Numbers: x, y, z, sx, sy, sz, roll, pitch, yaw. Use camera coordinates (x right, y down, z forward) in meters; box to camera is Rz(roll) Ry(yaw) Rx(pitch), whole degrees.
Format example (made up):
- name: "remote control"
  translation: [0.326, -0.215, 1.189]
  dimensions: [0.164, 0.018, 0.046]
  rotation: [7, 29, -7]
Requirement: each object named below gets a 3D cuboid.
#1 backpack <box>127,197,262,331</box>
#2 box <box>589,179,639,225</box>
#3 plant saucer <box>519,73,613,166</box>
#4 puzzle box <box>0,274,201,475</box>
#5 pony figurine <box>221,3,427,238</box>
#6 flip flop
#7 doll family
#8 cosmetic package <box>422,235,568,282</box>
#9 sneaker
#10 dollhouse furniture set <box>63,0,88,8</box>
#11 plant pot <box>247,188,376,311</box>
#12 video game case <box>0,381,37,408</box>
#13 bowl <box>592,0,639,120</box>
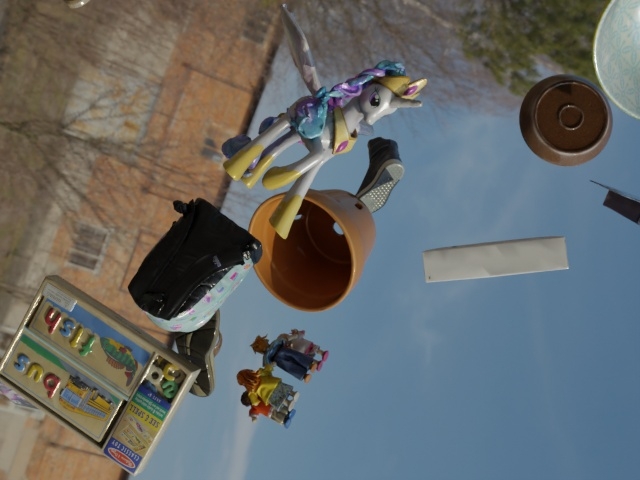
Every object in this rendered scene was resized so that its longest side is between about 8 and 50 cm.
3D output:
- name: "backpack"
  translation: [-0.183, 0.047, 1.084]
  dimensions: [0.182, 0.152, 0.115]
  rotation: [-51, 155, -13]
- name: "box"
  translation: [0.509, -0.029, 1.096]
  dimensions: [0.136, 0.225, 0.036]
  rotation: [-87, -163, -76]
- name: "plant saucer"
  translation: [0.439, -0.216, 1.329]
  dimensions: [0.029, 0.169, 0.168]
  rotation: [83, 26, -86]
- name: "puzzle box"
  translation: [-0.500, 0.293, 1.660]
  dimensions: [0.272, 0.409, 0.052]
  rotation: [-61, 169, 6]
- name: "pony figurine"
  translation: [-0.011, -0.224, 1.383]
  dimensions: [0.363, 0.303, 0.351]
  rotation: [-42, -139, 4]
- name: "flip flop"
  translation: [-0.273, 0.244, 1.752]
  dimensions: [0.080, 0.112, 0.276]
  rotation: [-45, 145, -52]
- name: "doll family"
  translation: [-0.104, 0.305, 1.790]
  dimensions: [0.263, 0.163, 0.118]
  rotation: [-58, 159, -25]
- name: "cosmetic package"
  translation: [0.304, 0.032, 1.316]
  dimensions: [0.099, 0.239, 0.060]
  rotation: [-9, 93, -77]
- name: "sneaker"
  translation: [0.153, -0.189, 2.130]
  dimensions: [0.226, 0.086, 0.163]
  rotation: [-51, -147, 36]
- name: "dollhouse furniture set"
  translation: [-0.298, -0.450, 0.998]
  dimensions: [0.242, 0.212, 0.161]
  rotation: [-37, -130, -9]
- name: "plant pot"
  translation: [0.000, 0.000, 1.788]
  dimensions: [0.203, 0.291, 0.290]
  rotation: [-32, 158, -54]
- name: "video game case"
  translation: [-0.702, 0.378, 1.855]
  dimensions: [0.274, 0.196, 0.026]
  rotation: [96, 6, -63]
- name: "bowl"
  translation: [0.550, -0.324, 1.105]
  dimensions: [0.289, 0.290, 0.156]
  rotation: [-54, -168, 42]
